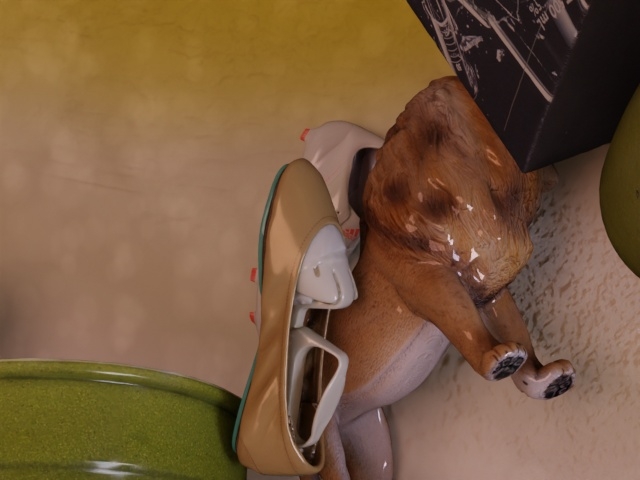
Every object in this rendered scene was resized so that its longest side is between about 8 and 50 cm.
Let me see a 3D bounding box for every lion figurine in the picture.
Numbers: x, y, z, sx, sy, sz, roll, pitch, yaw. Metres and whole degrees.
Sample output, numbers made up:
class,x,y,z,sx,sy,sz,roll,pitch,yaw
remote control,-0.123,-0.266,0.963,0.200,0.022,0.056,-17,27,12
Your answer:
class,x,y,z,sx,sy,sz,roll,pitch,yaw
lion figurine,0.050,0.075,1.377,0.392,0.142,0.240,-50,52,22

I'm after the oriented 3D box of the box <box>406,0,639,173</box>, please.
class,x,y,z,sx,sy,sz,roll,pitch,yaw
box,0.165,-0.281,1.226,0.312,0.179,0.343,58,157,26

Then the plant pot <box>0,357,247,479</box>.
class,x,y,z,sx,sy,sz,roll,pitch,yaw
plant pot,-0.222,0.310,1.345,0.366,0.366,0.353,-17,64,30

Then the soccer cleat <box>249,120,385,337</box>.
class,x,y,z,sx,sy,sz,roll,pitch,yaw
soccer cleat,0.000,0.000,1.465,0.076,0.068,0.196,15,88,31

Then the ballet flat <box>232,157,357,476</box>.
class,x,y,z,sx,sy,sz,roll,pitch,yaw
ballet flat,-0.007,0.059,1.327,0.073,0.080,0.232,13,99,29

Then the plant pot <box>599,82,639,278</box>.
class,x,y,z,sx,sy,sz,roll,pitch,yaw
plant pot,0.297,-0.048,1.139,0.293,0.275,0.274,150,121,-70
